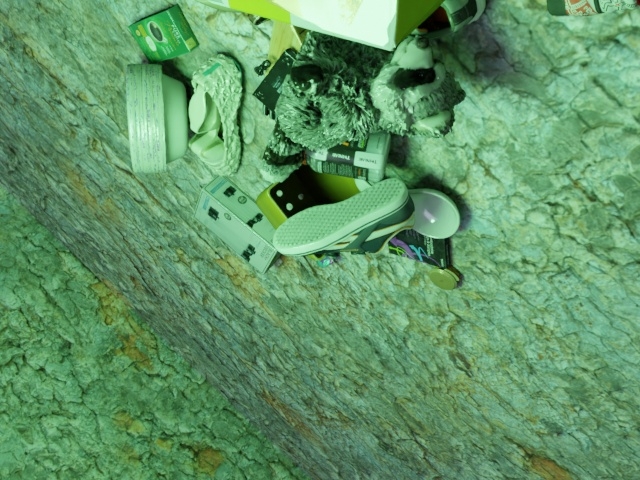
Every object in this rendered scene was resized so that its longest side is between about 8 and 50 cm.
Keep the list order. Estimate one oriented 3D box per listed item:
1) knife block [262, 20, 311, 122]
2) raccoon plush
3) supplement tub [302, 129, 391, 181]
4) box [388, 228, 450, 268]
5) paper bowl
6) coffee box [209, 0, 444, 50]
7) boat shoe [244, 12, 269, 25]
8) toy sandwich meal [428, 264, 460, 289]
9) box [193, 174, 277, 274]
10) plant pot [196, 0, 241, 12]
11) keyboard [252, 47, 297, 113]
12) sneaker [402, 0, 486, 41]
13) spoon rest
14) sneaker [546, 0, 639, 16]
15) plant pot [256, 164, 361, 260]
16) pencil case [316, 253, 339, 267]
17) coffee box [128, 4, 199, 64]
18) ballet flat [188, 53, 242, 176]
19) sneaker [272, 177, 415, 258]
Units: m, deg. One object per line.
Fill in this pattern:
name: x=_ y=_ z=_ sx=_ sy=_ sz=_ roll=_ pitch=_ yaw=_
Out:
knife block: x=-0.073 y=-0.377 z=1.357 sx=0.242 sy=0.088 sz=0.275 roll=1 pitch=131 yaw=44
raccoon plush: x=0.079 y=-0.228 z=1.196 sx=0.299 sy=0.216 sz=0.446 roll=26 pitch=155 yaw=-2
supplement tub: x=0.053 y=-0.199 z=1.365 sx=0.191 sy=0.117 sz=0.117 roll=10 pitch=138 yaw=8
box: x=0.238 y=0.002 z=1.520 sx=0.162 sy=0.029 sz=0.116 roll=14 pitch=137 yaw=31
paper bowl: x=-0.429 y=-0.319 z=1.637 sx=0.148 sy=0.284 sz=0.284 roll=-2 pitch=145 yaw=-15
coffee box: x=0.047 y=-0.527 z=0.871 sx=0.334 sy=0.338 sz=0.337 roll=24 pitch=141 yaw=23
boat shoe: x=-0.042 y=-0.461 z=1.161 sx=0.073 sy=0.207 sz=0.073 roll=56 pitch=-177 yaw=-11
toy sandwich meal: x=0.310 y=0.090 z=1.548 sx=0.086 sy=0.029 sz=0.085 roll=27 pitch=150 yaw=18
box: x=-0.235 y=-0.047 z=1.866 sx=0.290 sy=0.087 sz=0.169 roll=40 pitch=145 yaw=2
plant pot: x=-0.184 y=-0.558 z=1.187 sx=0.284 sy=0.191 sz=0.284 roll=25 pitch=141 yaw=22
keyboard: x=-0.090 y=-0.342 z=1.315 sx=0.108 sy=0.023 sz=0.180 roll=40 pitch=147 yaw=-11
sneaker: x=0.152 y=-0.402 z=1.108 sx=0.272 sy=0.108 sz=0.100 roll=5 pitch=133 yaw=42
spoon rest: x=0.191 y=-0.094 z=1.417 sx=0.276 sy=0.084 sz=0.137 roll=32 pitch=144 yaw=15
sneaker: x=0.392 y=-0.443 z=0.854 sx=0.145 sy=0.090 sz=0.270 roll=13 pitch=139 yaw=33
plant pot: x=-0.037 y=-0.092 z=1.547 sx=0.212 sy=0.212 sz=0.187 roll=53 pitch=156 yaw=-16
pencil case: x=0.000 y=0.000 z=1.713 sx=0.070 sy=0.064 sz=0.151 roll=26 pitch=145 yaw=48
coffee box: x=-0.396 y=-0.516 z=1.561 sx=0.184 sy=0.040 sz=0.113 roll=0 pitch=128 yaw=44
ballet flat: x=-0.289 y=-0.300 z=1.612 sx=0.147 sy=0.147 sz=0.408 roll=31 pitch=144 yaw=15
sneaker: x=0.058 y=-0.018 z=1.372 sx=0.321 sy=0.126 sz=0.127 roll=-20 pitch=133 yaw=16
